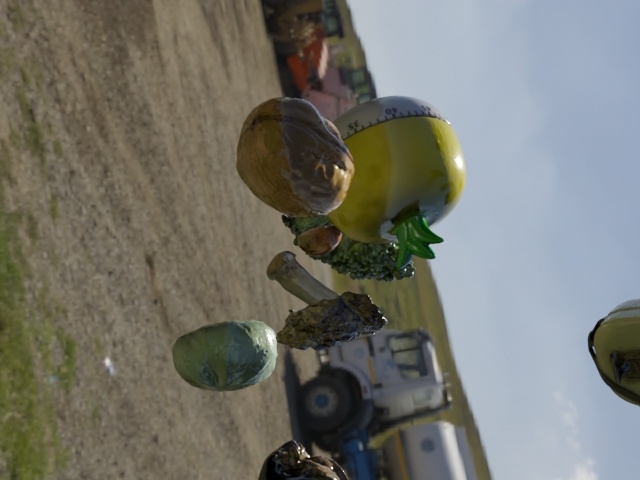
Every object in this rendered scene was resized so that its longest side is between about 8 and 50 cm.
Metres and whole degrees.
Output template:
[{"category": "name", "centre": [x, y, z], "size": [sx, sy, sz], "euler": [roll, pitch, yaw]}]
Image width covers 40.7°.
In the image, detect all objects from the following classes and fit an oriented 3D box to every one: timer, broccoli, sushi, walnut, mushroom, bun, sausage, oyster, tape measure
[{"category": "timer", "centre": [0.129, -0.077, 1.457], "size": [0.285, 0.285, 0.285], "euler": [-9, 90, -89]}, {"category": "broccoli", "centre": [0.080, -0.046, 1.936], "size": [0.272, 0.334, 0.324], "euler": [-59, -178, -8]}, {"category": "sushi", "centre": [-0.021, 0.473, 1.501], "size": [0.204, 0.213, 0.200], "euler": [-50, 158, -37]}, {"category": "walnut", "centre": [-0.032, -0.103, 1.134], "size": [0.180, 0.144, 0.144], "euler": [29, 44, -48]}, {"category": "mushroom", "centre": [-0.021, 0.099, 1.787], "size": [0.084, 0.209, 0.071], "euler": [-27, -150, 59]}, {"category": "bun", "centre": [-0.175, 0.220, 1.597], "size": [0.195, 0.196, 0.118], "euler": [76, 7, -73]}, {"category": "sausage", "centre": [0.000, 0.000, 1.584], "size": [0.183, 0.062, 0.054], "euler": [163, -81, -73]}, {"category": "oyster", "centre": [0.013, 0.131, 1.309], "size": [0.105, 0.177, 0.056], "euler": [64, 22, -51]}, {"category": "tape measure", "centre": [0.679, 0.260, 1.762], "size": [0.133, 0.231, 0.271], "euler": [-37, 105, -44]}]
